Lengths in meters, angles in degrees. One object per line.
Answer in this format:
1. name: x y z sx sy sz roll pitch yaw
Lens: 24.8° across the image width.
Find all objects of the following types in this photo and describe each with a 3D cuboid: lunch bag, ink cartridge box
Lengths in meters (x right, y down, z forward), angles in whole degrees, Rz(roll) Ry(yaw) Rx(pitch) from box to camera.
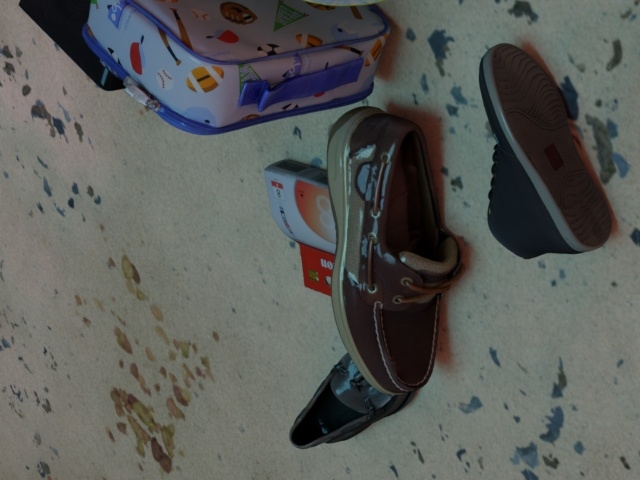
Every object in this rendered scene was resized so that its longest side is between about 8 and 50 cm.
1. lunch bag: -0.087 -0.213 1.532 0.243 0.303 0.115 42 131 28
2. ink cartridge box: 0.000 0.000 1.784 0.145 0.045 0.179 19 123 46

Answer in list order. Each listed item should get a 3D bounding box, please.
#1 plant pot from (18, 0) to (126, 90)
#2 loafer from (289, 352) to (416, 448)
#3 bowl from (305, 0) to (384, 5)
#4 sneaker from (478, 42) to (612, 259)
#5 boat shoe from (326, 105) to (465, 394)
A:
1. plant pot: -0.220 -0.312 1.763 0.187 0.188 0.167 45 128 25
2. loafer: 0.041 0.196 1.819 0.096 0.084 0.267 54 144 14
3. bowl: 0.023 -0.382 1.383 0.156 0.289 0.289 -90 -5 -62
4. sneaker: 0.191 -0.080 1.451 0.118 0.083 0.222 -18 98 55
5. boat shoe: 0.092 0.023 1.619 0.123 0.123 0.342 15 117 48
